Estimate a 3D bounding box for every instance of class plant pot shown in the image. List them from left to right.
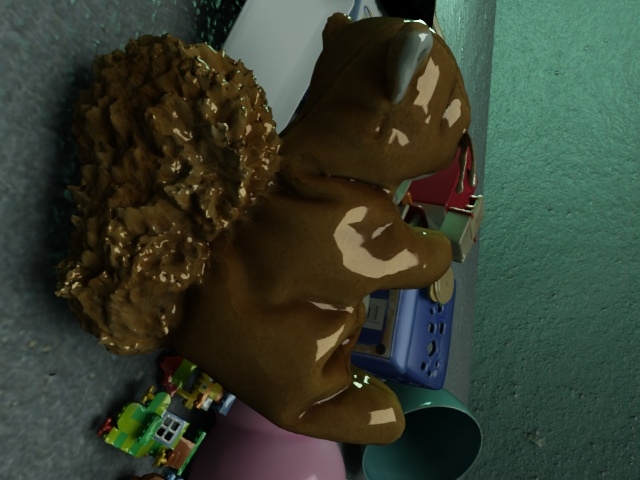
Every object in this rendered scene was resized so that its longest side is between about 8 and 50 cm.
[{"bbox_3d":[0.118,0.152,0.914,0.212,0.236,0.236,31,67,-53],"label":"plant pot"},{"bbox_3d":[0.222,0.456,1.150,0.195,0.290,0.290,-112,-169,-65],"label":"plant pot"}]

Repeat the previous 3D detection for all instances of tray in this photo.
[{"bbox_3d":[-0.071,-0.226,0.589,0.145,0.030,0.270,16,110,-51],"label":"tray"}]

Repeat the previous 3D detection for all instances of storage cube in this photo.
[{"bbox_3d":[0.276,-0.132,1.188,0.184,0.215,0.193,51,57,-53],"label":"storage cube"}]

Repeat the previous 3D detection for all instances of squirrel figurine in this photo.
[{"bbox_3d":[-0.038,-0.051,0.448,0.397,0.281,0.370,17,114,-22],"label":"squirrel figurine"}]

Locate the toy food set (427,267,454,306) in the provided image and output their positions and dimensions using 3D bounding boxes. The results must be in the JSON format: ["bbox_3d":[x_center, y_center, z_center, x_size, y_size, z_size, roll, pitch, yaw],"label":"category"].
[{"bbox_3d":[0.227,0.080,0.861,0.082,0.020,0.083,33,62,-46],"label":"toy food set"}]

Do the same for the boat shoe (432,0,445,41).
[{"bbox_3d":[0.230,-0.533,1.163,0.123,0.123,0.342,-35,136,-19],"label":"boat shoe"}]

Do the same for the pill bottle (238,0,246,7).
[{"bbox_3d":[-0.075,-0.370,0.585,0.219,0.122,0.123,46,54,-53],"label":"pill bottle"}]

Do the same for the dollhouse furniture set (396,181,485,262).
[{"bbox_3d":[0.217,-0.050,1.033,0.135,0.259,0.262,-59,145,-24],"label":"dollhouse furniture set"}]

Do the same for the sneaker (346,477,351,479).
[{"bbox_3d":[0.028,0.571,0.948,0.121,0.099,0.262,-54,137,-38],"label":"sneaker"}]

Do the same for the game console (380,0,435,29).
[{"bbox_3d":[0.156,-0.531,0.767,0.213,0.044,0.361,7,89,-64],"label":"game console"}]

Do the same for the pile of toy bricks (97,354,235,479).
[{"bbox_3d":[-0.188,0.216,0.504,0.105,0.118,0.212,39,64,-19],"label":"pile of toy bricks"}]

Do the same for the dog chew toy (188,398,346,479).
[{"bbox_3d":[-0.062,0.238,0.634,0.206,0.206,0.332,37,54,-58],"label":"dog chew toy"}]

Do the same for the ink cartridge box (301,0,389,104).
[{"bbox_3d":[0.060,-0.356,0.806,0.270,0.151,0.396,33,63,-59],"label":"ink cartridge box"}]
